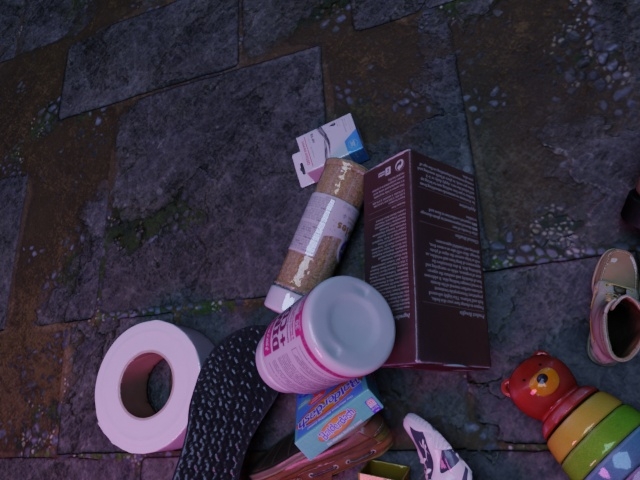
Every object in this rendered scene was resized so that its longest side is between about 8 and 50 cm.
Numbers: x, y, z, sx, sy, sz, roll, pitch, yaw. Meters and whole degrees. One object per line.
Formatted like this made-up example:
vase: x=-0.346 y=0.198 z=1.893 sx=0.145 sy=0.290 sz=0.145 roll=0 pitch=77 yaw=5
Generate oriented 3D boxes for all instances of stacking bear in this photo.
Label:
stacking bear: x=0.428 y=0.304 z=0.788 sx=0.175 sy=0.164 sz=0.289 roll=-45 pitch=52 yaw=2

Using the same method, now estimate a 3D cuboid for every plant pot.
plant pot: x=0.115 y=0.460 z=0.903 sx=0.081 sy=0.081 sz=0.083 roll=2 pitch=86 yaw=22

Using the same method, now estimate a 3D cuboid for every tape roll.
tape roll: x=-0.366 y=0.328 z=1.121 sx=0.286 sy=0.100 sz=0.286 roll=-6 pitch=71 yaw=19

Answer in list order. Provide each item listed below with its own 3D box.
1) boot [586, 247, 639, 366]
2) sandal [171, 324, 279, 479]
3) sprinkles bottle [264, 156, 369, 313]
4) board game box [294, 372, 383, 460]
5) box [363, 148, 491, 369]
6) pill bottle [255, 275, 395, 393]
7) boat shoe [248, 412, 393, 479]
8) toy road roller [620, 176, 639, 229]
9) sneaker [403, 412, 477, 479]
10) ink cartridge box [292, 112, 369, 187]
boot: x=0.496 y=0.100 z=0.819 sx=0.077 sy=0.165 sz=0.213 roll=11 pitch=79 yaw=23
sandal: x=-0.201 y=0.380 z=1.003 sx=0.168 sy=0.107 sz=0.445 roll=22 pitch=64 yaw=-5
sprinkles bottle: x=0.000 y=0.000 z=1.072 sx=0.121 sy=0.121 sz=0.355 roll=18 pitch=80 yaw=25
board game box: x=0.029 y=0.288 z=0.925 sx=0.160 sy=0.210 sz=0.047 roll=-38 pitch=100 yaw=5
box: x=0.194 y=0.046 z=0.927 sx=0.143 sy=0.191 sz=0.381 roll=-25 pitch=58 yaw=50
pill bottle: x=-0.008 y=0.181 z=0.872 sx=0.283 sy=0.160 sz=0.160 roll=-44 pitch=51 yaw=54
boat shoe: x=-0.005 y=0.415 z=0.942 sx=0.307 sy=0.111 sz=0.104 roll=-35 pitch=95 yaw=24
toy road roller: x=0.643 y=-0.064 z=0.746 sx=0.241 sy=0.202 sz=0.329 roll=8 pitch=31 yaw=10
sneaker: x=0.195 y=0.436 z=0.867 sx=0.153 sy=0.094 sz=0.235 roll=-41 pitch=73 yaw=-5
ink cartridge box: x=0.012 y=-0.210 z=1.170 sx=0.180 sy=0.060 sz=0.104 roll=-23 pitch=67 yaw=13
